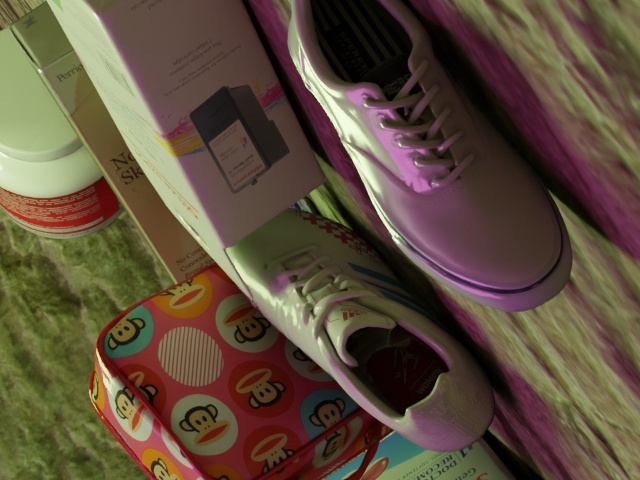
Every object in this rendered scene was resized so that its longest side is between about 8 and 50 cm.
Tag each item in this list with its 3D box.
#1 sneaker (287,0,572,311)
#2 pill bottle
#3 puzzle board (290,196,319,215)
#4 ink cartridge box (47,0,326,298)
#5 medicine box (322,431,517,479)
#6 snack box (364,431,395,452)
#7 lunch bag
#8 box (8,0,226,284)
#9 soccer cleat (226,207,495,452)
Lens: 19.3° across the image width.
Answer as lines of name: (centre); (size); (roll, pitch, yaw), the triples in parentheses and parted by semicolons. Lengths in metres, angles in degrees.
sneaker: (0.054, -0.065, 1.128); (0.258, 0.094, 0.091); (50, 175, 25)
pill bottle: (-0.362, -0.150, 2.533); (0.229, 0.229, 0.408); (52, 171, 8)
puzzle board: (0.000, 0.000, 1.929); (0.128, 0.011, 0.096); (58, 170, -23)
ink cartridge box: (-0.120, -0.137, 1.660); (0.207, 0.119, 0.353); (45, 165, 46)
medicine box: (0.097, 0.333, 1.797); (0.149, 0.263, 0.289); (59, 175, -30)
snack box: (0.077, 0.206, 2.154); (0.187, 0.060, 0.322); (51, 171, 14)
lunch bag: (-0.046, 0.139, 1.797); (0.258, 0.293, 0.120); (47, 145, 22)
box: (-0.170, -0.118, 1.909); (0.311, 0.148, 0.121); (59, 175, -37)
soccer cleat: (0.023, 0.060, 1.676); (0.331, 0.116, 0.143); (39, -178, 30)
